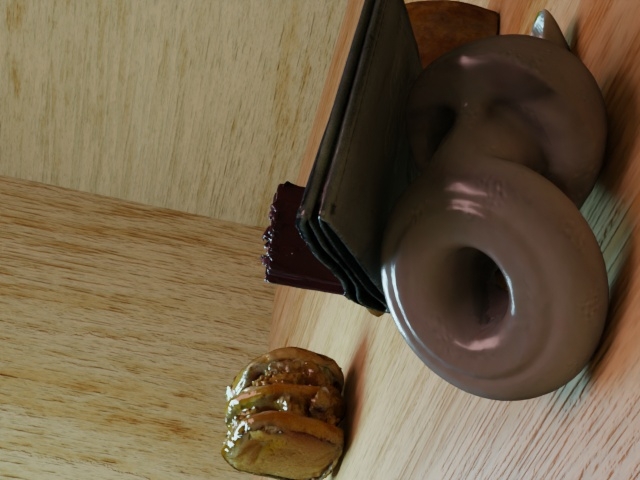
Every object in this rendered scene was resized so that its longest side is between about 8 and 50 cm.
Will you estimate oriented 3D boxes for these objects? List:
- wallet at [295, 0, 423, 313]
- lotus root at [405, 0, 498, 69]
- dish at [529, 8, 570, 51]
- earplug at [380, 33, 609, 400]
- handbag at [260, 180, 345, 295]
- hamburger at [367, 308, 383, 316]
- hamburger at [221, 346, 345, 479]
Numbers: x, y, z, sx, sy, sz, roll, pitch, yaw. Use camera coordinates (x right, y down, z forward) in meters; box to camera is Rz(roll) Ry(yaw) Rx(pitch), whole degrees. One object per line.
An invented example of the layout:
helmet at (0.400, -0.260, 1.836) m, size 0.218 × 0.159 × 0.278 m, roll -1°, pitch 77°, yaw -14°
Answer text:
wallet at (0.051, -0.086, 1.022) m, size 0.290 × 0.054 × 0.251 m, roll 56°, pitch -136°, yaw -65°
lotus root at (0.132, -0.223, 1.491) m, size 0.188 × 0.180 × 0.199 m, roll 118°, pitch 163°, yaw -55°
dish at (0.233, -0.171, 1.123) m, size 0.091 × 0.039 × 0.137 m, roll 105°, pitch 175°, yaw -68°
earplug at (0.161, -0.026, 0.961) m, size 0.214 × 0.175 × 0.325 m, roll -6°, pitch 72°, yaw 43°
handbag at (0.000, 0.002, 2.042) m, size 0.074 × 0.216 × 0.203 m, roll 108°, pitch 169°, yaw -56°
hamburger at (0.136, -0.019, 1.256) m, size 0.286 × 0.146 × 0.243 m, roll 101°, pitch -174°, yaw -83°
hamburger at (-0.063, 0.326, 2.019) m, size 0.260 × 0.245 × 0.211 m, roll 48°, pitch -150°, yaw -48°
